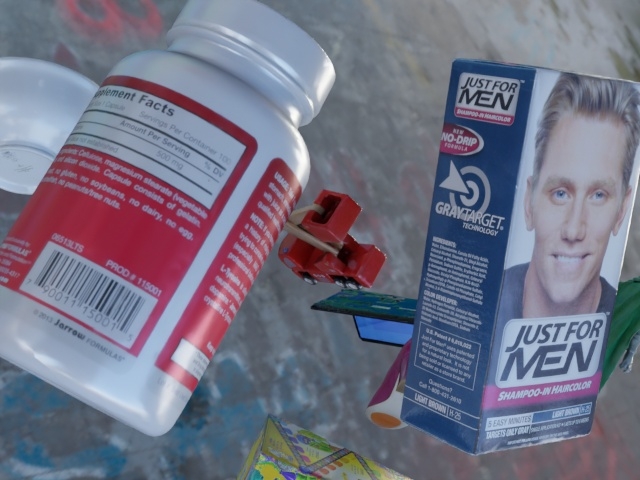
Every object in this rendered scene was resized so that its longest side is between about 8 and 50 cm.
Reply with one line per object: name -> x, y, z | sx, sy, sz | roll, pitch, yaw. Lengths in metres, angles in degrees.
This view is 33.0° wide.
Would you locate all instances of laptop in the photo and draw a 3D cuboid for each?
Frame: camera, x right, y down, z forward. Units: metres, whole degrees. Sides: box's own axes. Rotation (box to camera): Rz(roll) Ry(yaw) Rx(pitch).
laptop -> 0.137, 0.176, 2.085 | 0.264, 0.234, 0.136 | -20, 115, -64

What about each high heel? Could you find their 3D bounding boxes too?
high heel -> 0.142, 0.244, 1.881 | 0.082, 0.244, 0.117 | 20, 57, 4

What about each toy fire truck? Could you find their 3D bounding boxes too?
toy fire truck -> 0.000, 0.000, 1.217 | 0.135, 0.192, 0.047 | 42, 69, -30

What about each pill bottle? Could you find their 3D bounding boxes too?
pill bottle -> -0.154, -0.035, 1.066 | 0.229, 0.229, 0.407 | 37, 74, -29

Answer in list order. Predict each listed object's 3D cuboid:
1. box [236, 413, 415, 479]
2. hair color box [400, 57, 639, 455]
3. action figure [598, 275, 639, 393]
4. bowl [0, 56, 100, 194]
box -> -0.020, 0.466, 1.620 | 0.279, 0.290, 0.177 | 26, 9, -3
hair color box -> 0.192, 0.013, 1.011 | 0.174, 0.105, 0.347 | -1, 102, -39
action figure -> 0.322, 0.112, 1.247 | 0.232, 0.137, 0.063 | -41, 126, -22
bowl -> -0.504, -0.171, 1.859 | 0.298, 0.298, 0.134 | 27, 50, -38
